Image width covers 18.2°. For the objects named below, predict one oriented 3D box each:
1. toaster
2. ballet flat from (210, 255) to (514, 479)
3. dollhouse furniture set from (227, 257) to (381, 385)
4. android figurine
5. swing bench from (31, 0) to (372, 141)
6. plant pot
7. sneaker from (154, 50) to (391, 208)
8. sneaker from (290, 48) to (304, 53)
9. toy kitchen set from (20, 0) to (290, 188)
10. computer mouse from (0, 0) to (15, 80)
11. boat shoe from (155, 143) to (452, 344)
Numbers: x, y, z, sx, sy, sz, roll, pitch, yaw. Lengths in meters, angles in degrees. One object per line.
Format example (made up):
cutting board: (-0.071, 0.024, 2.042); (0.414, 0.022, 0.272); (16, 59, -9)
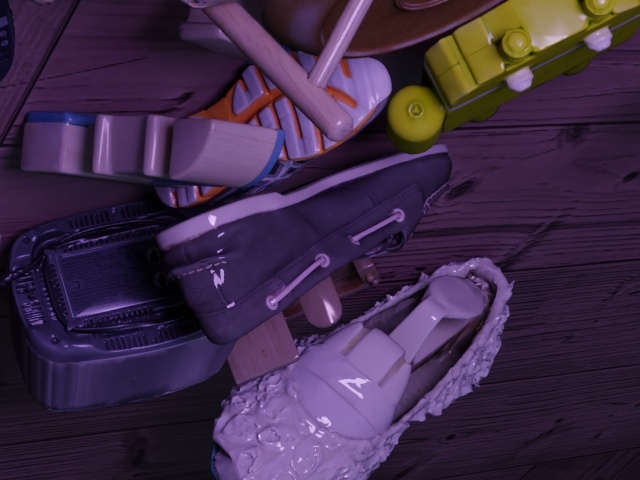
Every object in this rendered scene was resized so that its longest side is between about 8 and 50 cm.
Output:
toaster: (-0.163, 0.057, 1.595); (0.227, 0.129, 0.146); (-13, 155, -17)
ballet flat: (0.049, 0.108, 1.776); (0.147, 0.147, 0.409); (-44, 173, 37)
dollhouse furniture set: (-0.011, 0.067, 1.740); (0.144, 0.123, 0.151); (-23, 155, 2)
android figurine: (0.158, -0.140, 1.447); (0.248, 0.056, 0.273); (-27, 177, -3)
swing bench: (-0.094, -0.206, 1.055); (0.165, 0.254, 0.253); (-62, 153, -5)
plant pot: (0.075, -0.176, 1.253); (0.236, 0.032, 0.236); (-24, 165, -7)
sneaker: (-0.029, -0.085, 1.478); (0.215, 0.084, 0.083); (-21, 165, 36)
sneaker: (0.056, -0.195, 1.369); (0.190, 0.071, 0.083); (-33, 166, 27)
toy kitchen set: (-0.093, -0.121, 1.386); (0.122, 0.166, 0.207); (6, 179, -44)
computer mouse: (-0.229, -0.173, 1.211); (0.071, 0.041, 0.242); (-24, 149, -18)
boat shoe: (0.000, 0.000, 1.556); (0.112, 0.095, 0.335); (-19, 180, 39)
